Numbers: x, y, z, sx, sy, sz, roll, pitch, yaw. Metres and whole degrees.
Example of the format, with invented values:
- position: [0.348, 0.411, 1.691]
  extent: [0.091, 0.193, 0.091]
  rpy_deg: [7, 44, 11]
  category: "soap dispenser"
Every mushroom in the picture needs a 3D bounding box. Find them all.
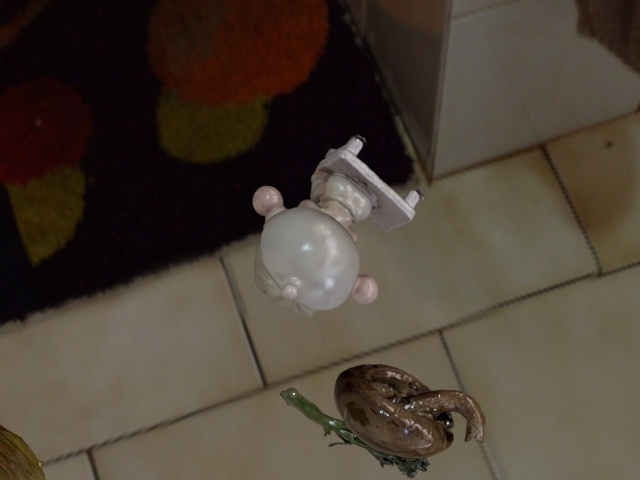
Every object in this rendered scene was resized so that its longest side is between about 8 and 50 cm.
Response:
- position: [0.095, 0.188, 1.289]
  extent: [0.170, 0.080, 0.135]
  rpy_deg: [14, 22, 0]
  category: "mushroom"

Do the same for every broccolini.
- position: [0.051, 0.262, 1.623]
  extent: [0.123, 0.271, 0.062]
  rpy_deg: [-8, 57, 42]
  category: "broccolini"

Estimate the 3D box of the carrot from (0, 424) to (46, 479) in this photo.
- position: [-0.377, 0.291, 1.135]
  extent: [0.241, 0.340, 0.241]
  rpy_deg: [0, 87, -5]
  category: "carrot"

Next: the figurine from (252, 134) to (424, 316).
- position: [0.010, 0.001, 1.490]
  extent: [0.144, 0.182, 0.257]
  rpy_deg: [-5, 41, 38]
  category: "figurine"
